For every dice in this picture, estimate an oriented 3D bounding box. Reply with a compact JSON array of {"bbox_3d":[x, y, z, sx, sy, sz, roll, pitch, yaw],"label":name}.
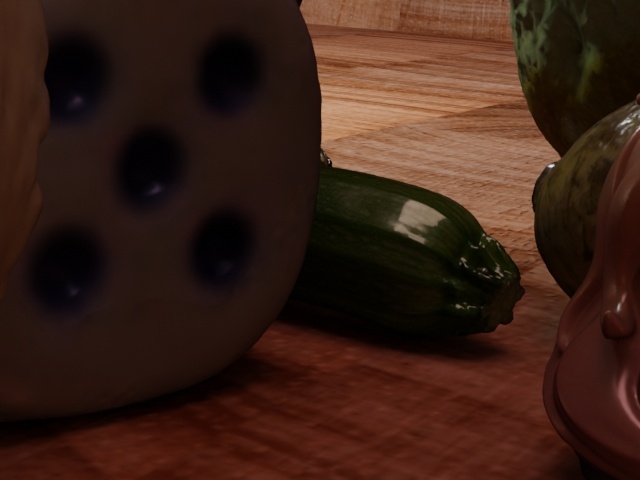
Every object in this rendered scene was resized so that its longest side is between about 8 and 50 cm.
[{"bbox_3d":[-0.127,-0.042,0.543,0.194,0.191,0.193,-10,17,-39],"label":"dice"}]

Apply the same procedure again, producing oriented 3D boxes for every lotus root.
[{"bbox_3d":[0.172,-0.007,0.615,0.138,0.138,0.214,-2,3,-20],"label":"lotus root"}]

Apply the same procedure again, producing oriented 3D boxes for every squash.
[{"bbox_3d":[0.000,0.000,0.648,0.219,0.077,0.068,15,26,35],"label":"squash"}]

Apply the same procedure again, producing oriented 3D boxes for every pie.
[{"bbox_3d":[0.228,-0.069,0.693,0.274,0.257,0.105,15,62,43],"label":"pie"}]

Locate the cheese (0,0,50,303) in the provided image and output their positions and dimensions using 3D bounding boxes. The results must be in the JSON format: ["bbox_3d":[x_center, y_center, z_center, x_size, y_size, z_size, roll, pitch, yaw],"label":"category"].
[{"bbox_3d":[-0.249,-0.040,0.324,0.332,0.292,0.153,-8,13,4],"label":"cheese"}]

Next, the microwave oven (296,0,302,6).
[{"bbox_3d":[-0.245,-0.252,0.728,0.432,0.374,0.236,3,50,14],"label":"microwave oven"}]

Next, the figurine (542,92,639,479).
[{"bbox_3d":[0.125,0.028,0.428,0.114,0.157,0.126,-24,26,-16],"label":"figurine"}]

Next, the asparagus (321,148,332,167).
[{"bbox_3d":[-0.044,-0.073,1.052,0.036,0.030,0.165,24,-5,-40],"label":"asparagus"}]
